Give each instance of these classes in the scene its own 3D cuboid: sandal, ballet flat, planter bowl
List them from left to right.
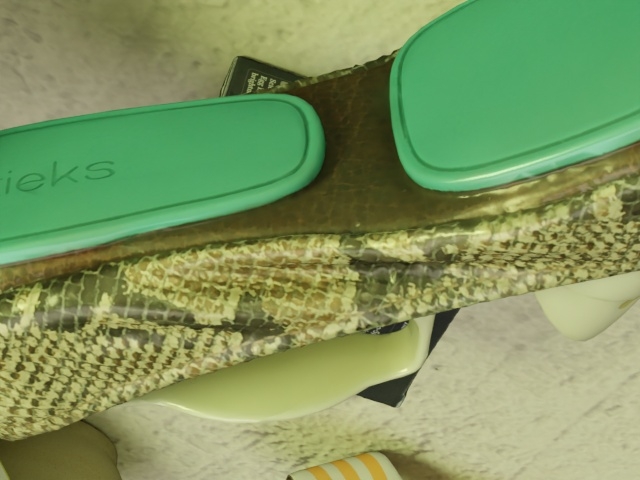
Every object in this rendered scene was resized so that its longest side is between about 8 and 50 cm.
[{"bbox_3d":[-0.213,0.197,1.266,0.162,0.109,0.162,10,145,7],"label":"planter bowl"},{"bbox_3d":[0.048,0.192,1.211,0.265,0.076,0.102,3,166,-22],"label":"sandal"},{"bbox_3d":[0.034,-0.010,0.767,0.482,0.164,0.182,-16,129,12],"label":"ballet flat"}]

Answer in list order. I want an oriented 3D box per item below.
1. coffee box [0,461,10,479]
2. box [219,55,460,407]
[{"bbox_3d":[-0.434,0.199,1.063,0.337,0.334,0.338,-10,115,31],"label":"coffee box"},{"bbox_3d":[0.000,0.000,0.920,0.158,0.093,0.156,19,146,-5],"label":"box"}]
